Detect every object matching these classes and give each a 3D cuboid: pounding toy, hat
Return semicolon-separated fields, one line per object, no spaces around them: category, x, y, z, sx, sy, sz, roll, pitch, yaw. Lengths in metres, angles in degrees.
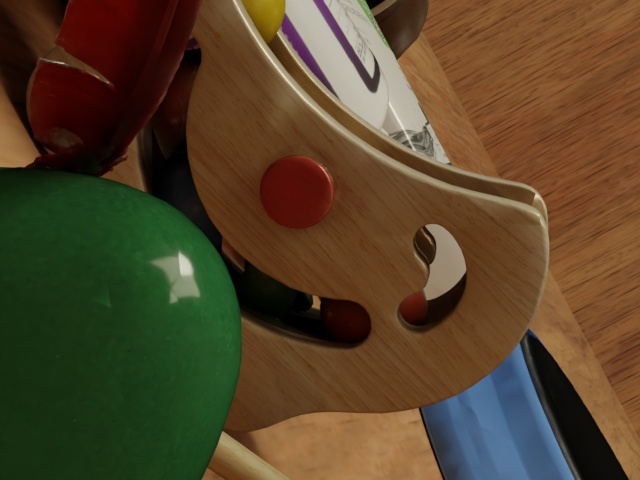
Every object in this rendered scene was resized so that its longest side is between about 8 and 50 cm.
pounding toy;0.000;0.000;0.726;0.269;0.154;0.155;60;9;-4
hat;-0.028;0.008;0.463;0.173;0.184;0.208;64;10;13

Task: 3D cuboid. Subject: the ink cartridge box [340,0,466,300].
ink cartridge box;0.023;-0.048;1.174;0.219;0.093;0.160;62;10;6

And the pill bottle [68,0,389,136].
pill bottle;-0.034;-0.083;0.929;0.193;0.108;0.108;56;11;-30

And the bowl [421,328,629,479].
bowl;0.189;0.229;1.309;0.391;0.077;0.391;58;10;-16

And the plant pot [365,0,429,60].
plant pot;0.010;-0.201;1.382;0.167;0.167;0.165;64;3;16
